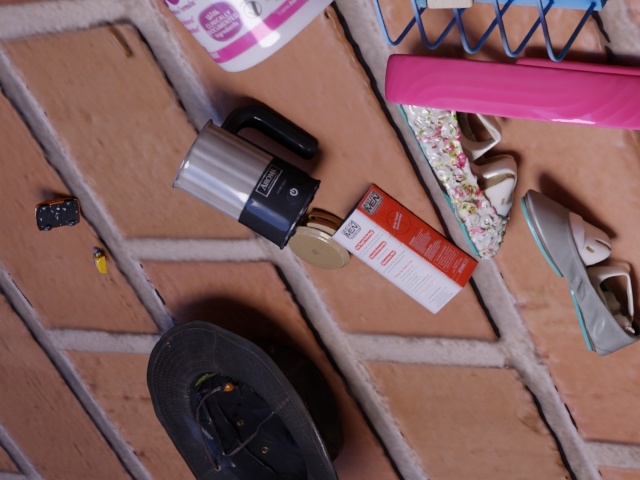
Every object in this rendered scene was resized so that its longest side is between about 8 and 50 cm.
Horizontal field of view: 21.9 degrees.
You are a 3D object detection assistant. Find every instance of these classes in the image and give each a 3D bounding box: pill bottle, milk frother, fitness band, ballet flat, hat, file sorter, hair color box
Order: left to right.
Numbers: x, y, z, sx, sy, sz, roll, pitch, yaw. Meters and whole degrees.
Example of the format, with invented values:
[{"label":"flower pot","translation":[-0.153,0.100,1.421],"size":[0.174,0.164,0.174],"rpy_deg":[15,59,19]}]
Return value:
[{"label":"pill bottle","translation":[-0.115,-0.302,1.471],"size":[0.283,0.160,0.160],"rpy_deg":[48,143,-16]},{"label":"milk frother","translation":[-0.077,-0.054,1.752],"size":[0.135,0.129,0.143],"rpy_deg":[30,138,1]},{"label":"hat","translation":[-0.059,0.224,2.051],"size":[0.331,0.134,0.331],"rpy_deg":[25,129,34]},{"label":"hair color box","translation":[0.089,0.010,1.763],"size":[0.141,0.043,0.072],"rpy_deg":[36,145,-3]},{"label":"ballet flat","translation":[0.145,-0.078,1.592],"size":[0.077,0.091,0.241],"rpy_deg":[-17,128,19]},{"label":"file sorter","translation":[0.136,-0.226,1.403],"size":[0.170,0.104,0.118],"rpy_deg":[10,137,32]},{"label":"fitness band","translation":[0.194,-0.124,1.394],"size":[0.291,0.209,0.054],"rpy_deg":[8,99,32]},{"label":"ballet flat","translation":[0.264,0.024,1.633],"size":[0.068,0.072,0.213],"rpy_deg":[-19,123,17]}]

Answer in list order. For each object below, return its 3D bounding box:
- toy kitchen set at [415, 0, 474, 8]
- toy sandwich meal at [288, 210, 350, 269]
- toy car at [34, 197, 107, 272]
[{"label":"toy kitchen set","translation":[0.041,-0.289,1.300],"size":[0.166,0.207,0.122],"rpy_deg":[-1,134,12]},{"label":"toy sandwich meal","translation":[0.000,0.000,1.839],"size":[0.085,0.029,0.085],"rpy_deg":[20,152,11]},{"label":"toy car","translation":[-0.317,-0.005,2.068],"size":[0.040,0.060,0.122],"rpy_deg":[40,155,58]}]
